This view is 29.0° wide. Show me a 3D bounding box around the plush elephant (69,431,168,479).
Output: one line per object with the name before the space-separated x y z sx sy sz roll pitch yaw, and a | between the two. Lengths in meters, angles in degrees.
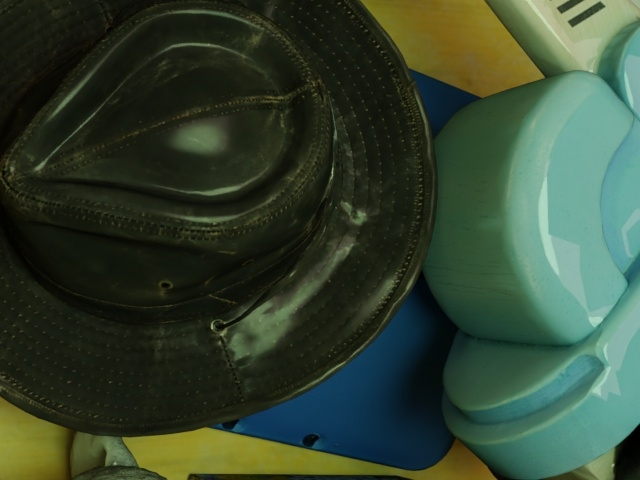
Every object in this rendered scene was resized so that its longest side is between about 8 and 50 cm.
plush elephant | -0.155 0.227 0.675 0.330 0.271 0.255 24 79 -41

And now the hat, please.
hat | -0.090 -0.043 0.688 0.331 0.134 0.331 0 83 -3

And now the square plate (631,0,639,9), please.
square plate | 0.273 -0.359 1.053 0.347 0.049 0.344 49 67 -18

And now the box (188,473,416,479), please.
box | 0.036 0.306 0.764 0.177 0.279 0.290 6 86 -28

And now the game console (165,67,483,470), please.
game console | 0.000 0.000 0.901 0.293 0.173 0.250 18 49 -28

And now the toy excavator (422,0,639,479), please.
toy excavator | 0.168 -0.091 0.768 0.445 0.222 0.433 43 76 -16
